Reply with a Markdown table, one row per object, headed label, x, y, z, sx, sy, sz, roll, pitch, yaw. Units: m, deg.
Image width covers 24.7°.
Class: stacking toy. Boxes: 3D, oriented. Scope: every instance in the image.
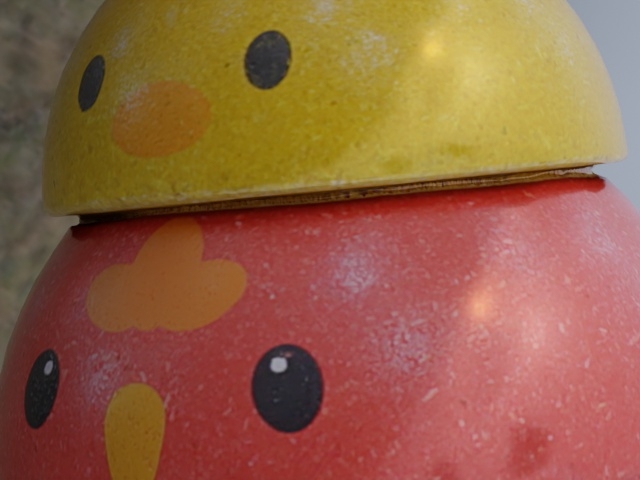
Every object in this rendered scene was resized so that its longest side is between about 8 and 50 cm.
| label | x | y | z | sx | sy | sz | roll | pitch | yaw |
| --- | --- | --- | --- | --- | --- | --- | --- | --- | --- |
| stacking toy | 0.000 | 0.000 | 0.536 | 0.350 | 0.351 | 0.479 | -159 | -119 | -89 |
